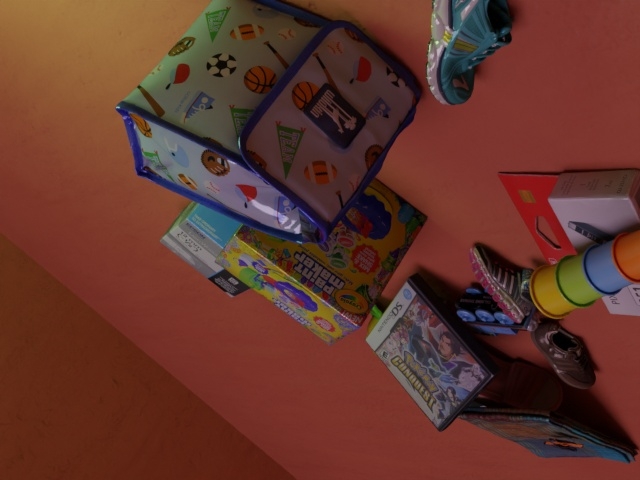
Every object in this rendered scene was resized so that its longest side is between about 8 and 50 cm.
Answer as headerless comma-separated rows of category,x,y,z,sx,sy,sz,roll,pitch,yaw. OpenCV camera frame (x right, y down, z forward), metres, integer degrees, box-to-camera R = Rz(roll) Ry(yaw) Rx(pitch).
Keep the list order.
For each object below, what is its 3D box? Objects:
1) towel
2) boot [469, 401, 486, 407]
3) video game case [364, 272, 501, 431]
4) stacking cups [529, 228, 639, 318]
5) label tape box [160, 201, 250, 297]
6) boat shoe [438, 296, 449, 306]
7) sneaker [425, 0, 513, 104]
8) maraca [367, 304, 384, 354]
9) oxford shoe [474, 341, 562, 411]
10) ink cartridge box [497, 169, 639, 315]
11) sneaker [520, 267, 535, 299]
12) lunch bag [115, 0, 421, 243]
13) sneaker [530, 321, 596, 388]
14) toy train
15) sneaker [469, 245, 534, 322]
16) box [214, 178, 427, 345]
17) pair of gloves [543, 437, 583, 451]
towel,0.508,0.443,1.997,0.370,0.040,0.271,28,155,-37
boot,0.343,0.355,2.172,0.198,0.077,0.137,2,135,46
video game case,0.235,0.247,1.912,0.275,0.035,0.248,51,138,20
stacking cups,0.452,0.043,1.335,0.096,0.096,0.316,39,152,-10
label tape box,-0.229,0.001,2.176,0.249,0.115,0.347,40,155,-12
boat shoe,0.237,0.157,1.979,0.049,0.056,0.152,40,144,-2
sneaker,0.208,-0.282,1.208,0.110,0.107,0.275,16,151,13
maraca,0.158,0.221,2.128,0.186,0.099,0.127,62,167,-16
oxford shoe,0.351,0.319,2.024,0.397,0.140,0.146,25,156,18
ink cartridge box,0.449,0.009,1.461,0.261,0.066,0.296,2,140,46
sneaker,0.426,0.088,1.648,0.135,0.058,0.052,28,137,-37
lunch bag,-0.073,-0.200,1.413,0.385,0.328,0.239,27,155,17
sneaker,0.507,0.237,1.782,0.188,0.066,0.071,41,152,-16
toy train,0.362,0.147,1.789,0.184,0.080,0.105,-1,145,50
sneaker,0.355,0.073,1.691,0.170,0.075,0.063,54,171,9
box,0.000,0.000,1.719,0.290,0.279,0.177,36,154,-5
pair of gloves,0.537,0.453,1.940,0.074,0.010,0.083,11,160,6
